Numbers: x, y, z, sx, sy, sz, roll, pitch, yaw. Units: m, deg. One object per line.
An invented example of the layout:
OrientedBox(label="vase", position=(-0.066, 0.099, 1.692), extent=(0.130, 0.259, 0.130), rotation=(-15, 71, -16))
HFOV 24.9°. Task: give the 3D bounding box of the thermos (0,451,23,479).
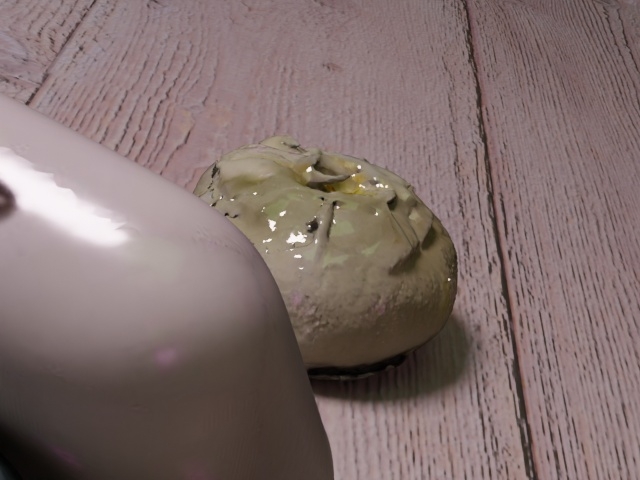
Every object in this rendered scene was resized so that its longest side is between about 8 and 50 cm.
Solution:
OrientedBox(label="thermos", position=(-0.187, 0.153, 0.640), extent=(0.182, 0.145, 0.286), rotation=(56, -8, 10))

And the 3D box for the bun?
OrientedBox(label="bun", position=(0.000, 0.000, 1.156), extent=(0.239, 0.141, 0.239), rotation=(12, 28, -6))

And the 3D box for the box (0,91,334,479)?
OrientedBox(label="box", position=(-0.134, 0.057, 0.772), extent=(0.288, 0.349, 0.141), rotation=(26, 69, 19))
